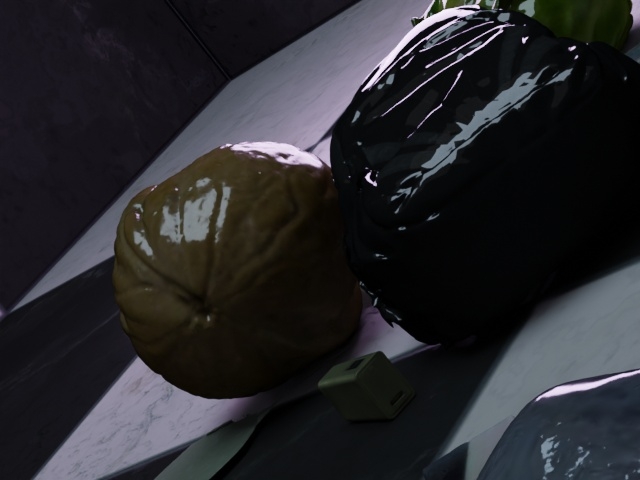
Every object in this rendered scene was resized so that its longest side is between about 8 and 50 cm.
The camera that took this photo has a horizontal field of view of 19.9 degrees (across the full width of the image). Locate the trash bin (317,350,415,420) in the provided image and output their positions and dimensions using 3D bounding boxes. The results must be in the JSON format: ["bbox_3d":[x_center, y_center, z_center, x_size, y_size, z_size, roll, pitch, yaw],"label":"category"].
[{"bbox_3d":[0.043,0.151,1.844,0.043,0.061,0.092,-46,12,-28],"label":"trash bin"}]

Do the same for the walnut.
[{"bbox_3d":[-0.089,0.030,2.131,0.333,0.333,0.333,-36,13,10],"label":"walnut"}]

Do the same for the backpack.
[{"bbox_3d":[0.164,-0.094,1.940,0.363,0.255,0.446,-38,27,5],"label":"backpack"}]

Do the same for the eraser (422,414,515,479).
[{"bbox_3d":[0.110,0.259,1.203,0.096,0.098,0.404,-35,13,18],"label":"eraser"}]

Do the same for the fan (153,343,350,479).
[{"bbox_3d":[-0.085,0.215,2.081,0.310,0.010,0.182,-38,11,3],"label":"fan"}]

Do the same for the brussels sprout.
[{"bbox_3d":[0.274,-0.295,2.385,0.259,0.227,0.294,-6,24,41],"label":"brussels sprout"}]

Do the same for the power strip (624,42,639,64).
[{"bbox_3d":[0.392,-0.207,2.126,0.272,0.052,0.078,-35,14,16],"label":"power strip"}]

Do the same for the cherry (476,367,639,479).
[{"bbox_3d":[0.188,0.183,0.988,0.255,0.218,0.296,-24,24,28],"label":"cherry"}]
